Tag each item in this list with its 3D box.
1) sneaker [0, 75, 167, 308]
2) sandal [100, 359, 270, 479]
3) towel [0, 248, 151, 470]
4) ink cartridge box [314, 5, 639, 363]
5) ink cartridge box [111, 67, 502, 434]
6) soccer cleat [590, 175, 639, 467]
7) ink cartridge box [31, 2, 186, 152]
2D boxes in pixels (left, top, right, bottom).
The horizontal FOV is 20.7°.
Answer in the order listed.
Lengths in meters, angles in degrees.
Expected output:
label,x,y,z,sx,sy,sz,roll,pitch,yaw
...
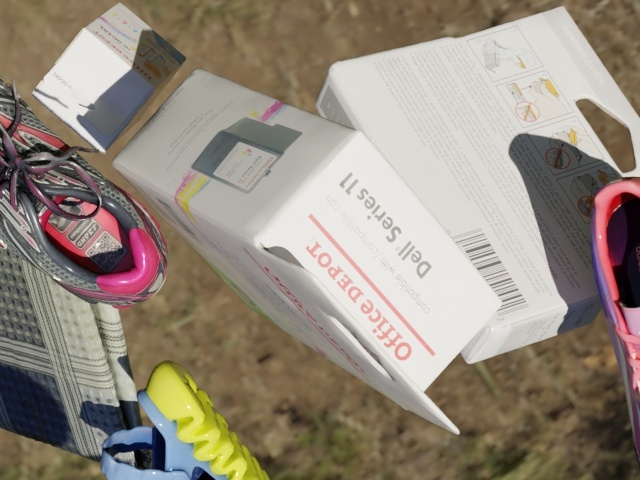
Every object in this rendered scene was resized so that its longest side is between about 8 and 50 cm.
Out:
label,x,y,z,sx,sy,sz,roll,pitch,yaw
sneaker,-0.242,-0.057,1.378,0.299,0.121,0.112,33,175,-6
sandal,-0.133,0.280,1.951,0.317,0.138,0.126,55,-179,-22
towel,-0.345,0.109,2.103,0.312,0.056,0.324,11,125,40
ink cartridge box,0.176,-0.058,1.573,0.296,0.261,0.066,61,151,24
ink cartridge box,0.000,0.000,1.370,0.207,0.119,0.353,48,170,-31
soccer cleat,0.277,0.101,1.380,0.108,0.116,0.318,-18,73,21
ink cartridge box,-0.206,-0.157,1.707,0.092,0.143,0.090,39,111,-5
